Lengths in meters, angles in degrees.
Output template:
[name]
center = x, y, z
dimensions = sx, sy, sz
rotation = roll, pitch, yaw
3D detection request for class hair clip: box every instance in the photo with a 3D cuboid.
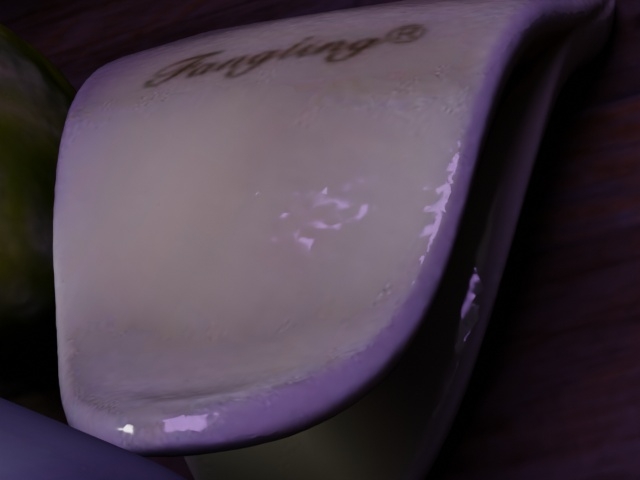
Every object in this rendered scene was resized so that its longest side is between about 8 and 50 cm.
[hair clip]
center = -0.005, -0.017, 0.609
dimensions = 0.172, 0.113, 0.282
rotation = -5, 48, 21

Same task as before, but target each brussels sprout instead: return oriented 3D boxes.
[brussels sprout]
center = -0.138, -0.007, 0.660
dimensions = 0.149, 0.122, 0.151
rotation = -34, 30, 46

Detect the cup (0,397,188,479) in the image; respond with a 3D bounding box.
[cup]
center = -0.163, 0.122, 0.493
dimensions = 0.312, 0.205, 0.205
rotation = 16, 59, 34
